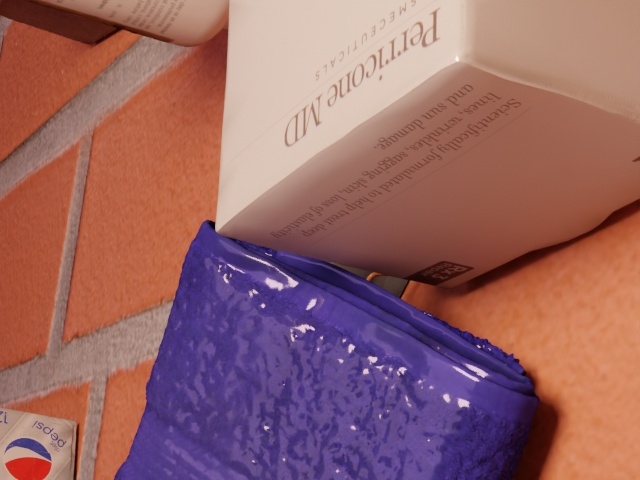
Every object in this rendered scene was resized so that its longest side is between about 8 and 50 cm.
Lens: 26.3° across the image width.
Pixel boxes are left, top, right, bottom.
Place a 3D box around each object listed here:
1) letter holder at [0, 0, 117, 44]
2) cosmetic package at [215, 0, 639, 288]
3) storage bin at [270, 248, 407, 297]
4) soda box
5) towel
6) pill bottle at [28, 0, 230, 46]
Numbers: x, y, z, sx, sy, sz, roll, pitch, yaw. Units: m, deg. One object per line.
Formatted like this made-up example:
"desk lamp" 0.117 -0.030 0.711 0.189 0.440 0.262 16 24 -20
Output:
"letter holder" -0.266 -0.321 1.357 0.302 0.214 0.152 -7 71 63
"cosmetic package" 0.067 -0.191 0.686 0.217 0.156 0.385 -34 47 52
"storage bin" 0.000 0.000 0.803 0.135 0.091 0.098 -65 28 24
"soda box" -0.332 0.262 1.338 0.286 0.098 0.091 -45 39 47
"towel" -0.022 0.166 0.721 0.228 0.076 0.308 28 101 39
"pill bottle" -0.113 -0.210 0.975 0.131 0.229 0.131 -38 45 52
